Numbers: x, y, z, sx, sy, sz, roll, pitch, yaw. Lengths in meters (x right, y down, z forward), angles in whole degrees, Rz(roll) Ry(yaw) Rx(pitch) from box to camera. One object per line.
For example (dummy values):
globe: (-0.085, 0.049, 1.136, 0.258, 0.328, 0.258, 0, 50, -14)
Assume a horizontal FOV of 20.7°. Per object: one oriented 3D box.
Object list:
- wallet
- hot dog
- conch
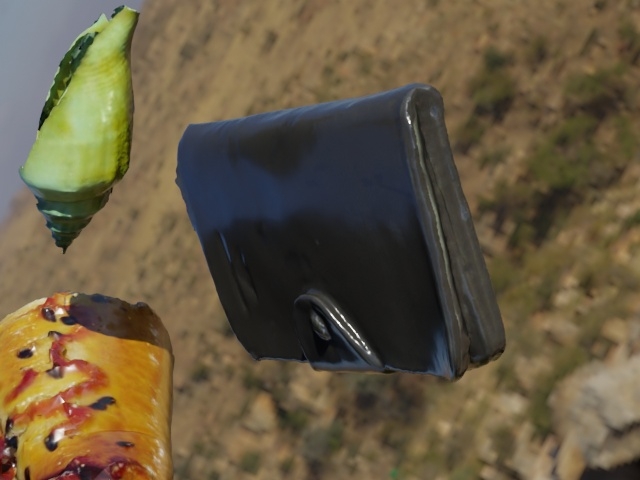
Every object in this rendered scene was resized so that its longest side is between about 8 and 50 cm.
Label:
wallet: (0.000, 0.000, 1.229, 0.377, 0.051, 0.197, 0, 107, 63)
hot dog: (-0.288, 0.228, 1.408, 0.367, 0.196, 0.365, -22, 36, 8)
conch: (-0.182, -0.084, 1.325, 0.095, 0.079, 0.200, 27, 103, 54)
